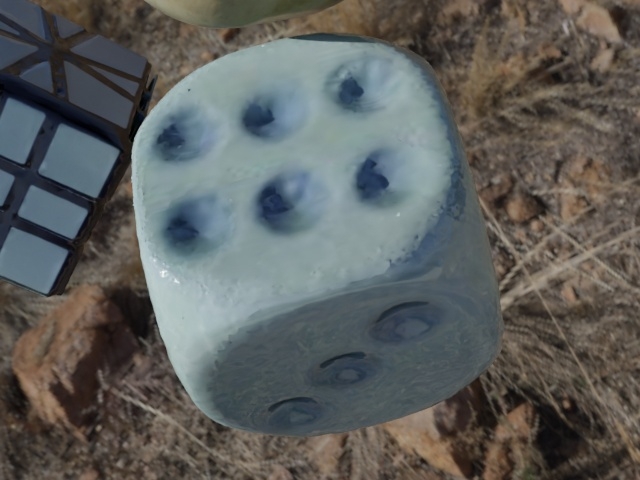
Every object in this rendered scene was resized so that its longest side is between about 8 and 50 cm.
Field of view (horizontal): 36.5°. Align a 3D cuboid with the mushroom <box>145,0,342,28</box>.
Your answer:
[{"bbox_3d":[-0.054,-0.302,0.775,0.234,0.253,0.260,118,164,-51],"label":"mushroom"}]

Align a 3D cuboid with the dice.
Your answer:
[{"bbox_3d":[0.000,0.000,0.848,0.268,0.262,0.265,-13,56,3],"label":"dice"}]

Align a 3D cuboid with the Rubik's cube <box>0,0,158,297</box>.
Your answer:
[{"bbox_3d":[-0.414,-0.143,1.335,0.283,0.293,0.288,-59,19,27],"label":"Rubik's cube"}]
